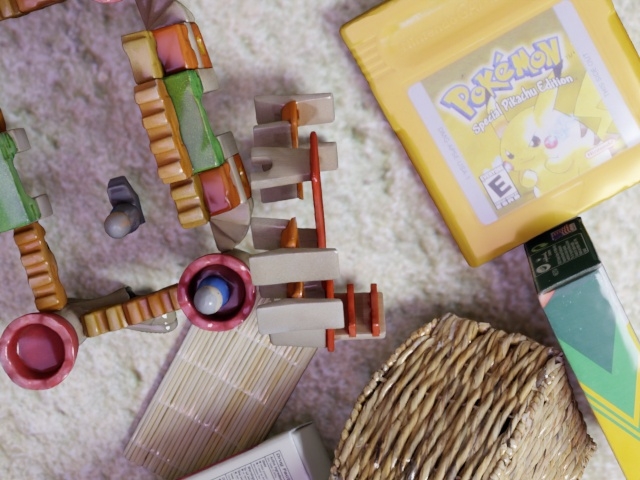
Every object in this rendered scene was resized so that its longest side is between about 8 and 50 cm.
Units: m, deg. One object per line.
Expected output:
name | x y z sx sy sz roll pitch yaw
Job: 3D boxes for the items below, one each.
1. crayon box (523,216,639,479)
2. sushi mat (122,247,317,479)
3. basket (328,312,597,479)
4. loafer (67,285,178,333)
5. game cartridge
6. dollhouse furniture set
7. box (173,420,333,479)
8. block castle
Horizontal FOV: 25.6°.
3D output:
crayon box | 0.338 0.150 1.612 0.081 0.202 0.319 -26 102 10
sushi mat | -0.111 0.173 1.737 0.151 0.019 0.317 28 105 -4
basket | 0.153 0.267 1.629 0.213 0.299 0.223 16 152 32
loafer | -0.244 0.079 1.701 0.148 0.056 0.050 4 103 -5
game cartridge | 0.220 -0.170 1.606 0.285 0.053 0.324 -29 103 10
dollhouse furniture set | 0.000 0.000 1.572 0.135 0.262 0.259 -3 134 2
box | -0.093 0.331 1.685 0.232 0.127 0.149 -25 85 11
block castle | -0.257 -0.091 1.539 0.303 0.213 0.453 -17 96 6
